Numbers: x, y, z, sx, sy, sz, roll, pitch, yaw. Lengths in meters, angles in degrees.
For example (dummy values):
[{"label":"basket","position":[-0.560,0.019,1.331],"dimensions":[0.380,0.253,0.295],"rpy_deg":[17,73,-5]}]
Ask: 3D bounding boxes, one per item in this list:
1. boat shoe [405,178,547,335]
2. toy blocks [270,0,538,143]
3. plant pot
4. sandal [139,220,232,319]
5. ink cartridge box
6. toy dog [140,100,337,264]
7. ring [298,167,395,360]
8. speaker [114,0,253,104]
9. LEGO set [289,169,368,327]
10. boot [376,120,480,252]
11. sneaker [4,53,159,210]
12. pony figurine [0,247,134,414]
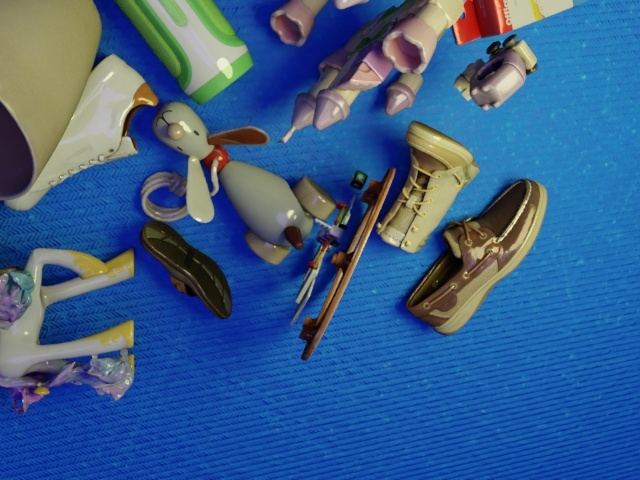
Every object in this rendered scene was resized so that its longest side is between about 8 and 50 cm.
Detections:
[{"label":"boat shoe","position":[0.284,0.017,1.067],"dimensions":[0.123,0.123,0.342],"rpy_deg":[31,104,-20]},{"label":"toy blocks","position":[0.081,-0.246,0.829],"dimensions":[0.309,0.288,0.260],"rpy_deg":[42,68,-22]},{"label":"plant pot","position":[-0.413,-0.237,0.743],"dimensions":[0.256,0.274,0.256],"rpy_deg":[12,139,11]},{"label":"sandal","position":[-0.235,0.057,0.984],"dimensions":[0.060,0.090,0.219],"rpy_deg":[-29,122,27]},{"label":"ink cartridge box","position":[0.335,-0.436,0.967],"dimensions":[0.231,0.078,0.134],"rpy_deg":[-23,109,-4]},{"label":"toy dog","position":[-0.126,-0.077,0.918],"dimensions":[0.333,0.161,0.220],"rpy_deg":[18,106,-16]},{"label":"ring","position":[0.035,0.033,0.910],"dimensions":[0.032,0.336,0.337],"rpy_deg":[24,100,1]},{"label":"speaker","position":[-0.231,-0.354,0.842],"dimensions":[0.131,0.131,0.296],"rpy_deg":[-37,109,0]},{"label":"LEGO set","position":[0.000,0.000,0.930],"dimensions":[0.060,0.182,0.244],"rpy_deg":[27,122,-4]},{"label":"boot","position":[0.166,-0.081,0.968],"dimensions":[0.095,0.262,0.203],"rpy_deg":[39,100,23]},{"label":"sneaker","position":[-0.366,-0.140,0.885],"dimensions":[0.123,0.106,0.290],"rpy_deg":[40,93,-17]},{"label":"pony figurine","position":[-0.481,0.166,0.885],"dimensions":[0.363,0.303,0.351],"rpy_deg":[0,86,-18]}]
